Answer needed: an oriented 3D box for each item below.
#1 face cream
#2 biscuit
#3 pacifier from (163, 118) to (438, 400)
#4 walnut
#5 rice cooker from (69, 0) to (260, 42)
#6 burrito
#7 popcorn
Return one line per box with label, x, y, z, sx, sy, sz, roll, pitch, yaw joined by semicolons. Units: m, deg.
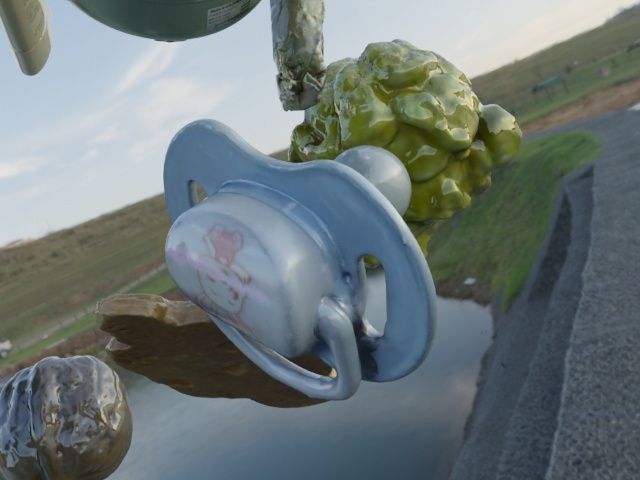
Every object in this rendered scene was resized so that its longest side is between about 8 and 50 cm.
face cream;-0.539;-0.455;1.153;0.081;0.174;0.348;4;-16;-13
biscuit;-0.121;0.145;0.842;0.269;0.051;0.376;-24;-40;33
pacifier;0.000;0.000;0.556;0.287;0.239;0.225;23;46;37
walnut;-0.403;0.293;1.025;0.224;0.224;0.224;-25;3;2
rice cooker;-0.119;-0.287;0.479;0.226;0.226;0.244;-26;-11;-25
burrito;-0.022;-0.216;0.622;0.058;0.188;0.045;-7;-12;15
popcorn;0.084;-0.113;0.747;0.235;0.241;0.250;-50;2;-42
